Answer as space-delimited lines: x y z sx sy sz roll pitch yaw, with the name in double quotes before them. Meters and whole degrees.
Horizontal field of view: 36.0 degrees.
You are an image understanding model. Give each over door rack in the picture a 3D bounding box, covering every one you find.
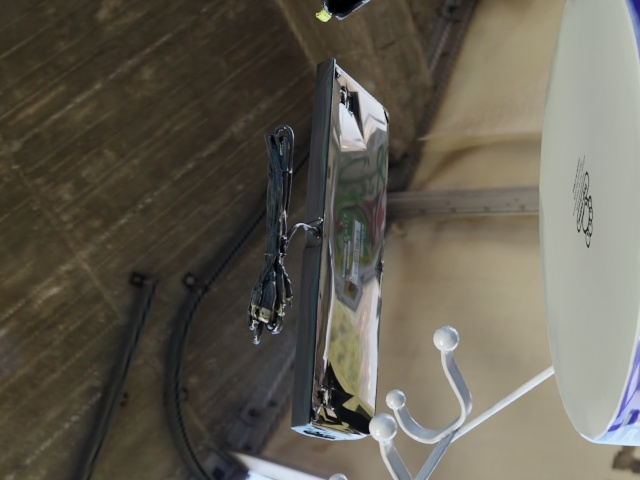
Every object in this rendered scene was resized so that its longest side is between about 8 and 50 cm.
"over door rack" 0.101 0.159 0.726 0.108 0.324 0.239 48 -130 -8

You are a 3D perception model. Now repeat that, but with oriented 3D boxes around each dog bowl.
"dog bowl" 0.194 -0.020 0.540 0.104 0.265 0.265 0 -89 3

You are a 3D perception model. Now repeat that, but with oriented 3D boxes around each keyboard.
"keyboard" 0.000 0.000 0.818 0.201 0.033 0.317 31 -122 -55

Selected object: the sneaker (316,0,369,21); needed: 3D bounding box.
"sneaker" 0.081 -0.337 1.150 0.084 0.234 0.097 32 -139 -21
